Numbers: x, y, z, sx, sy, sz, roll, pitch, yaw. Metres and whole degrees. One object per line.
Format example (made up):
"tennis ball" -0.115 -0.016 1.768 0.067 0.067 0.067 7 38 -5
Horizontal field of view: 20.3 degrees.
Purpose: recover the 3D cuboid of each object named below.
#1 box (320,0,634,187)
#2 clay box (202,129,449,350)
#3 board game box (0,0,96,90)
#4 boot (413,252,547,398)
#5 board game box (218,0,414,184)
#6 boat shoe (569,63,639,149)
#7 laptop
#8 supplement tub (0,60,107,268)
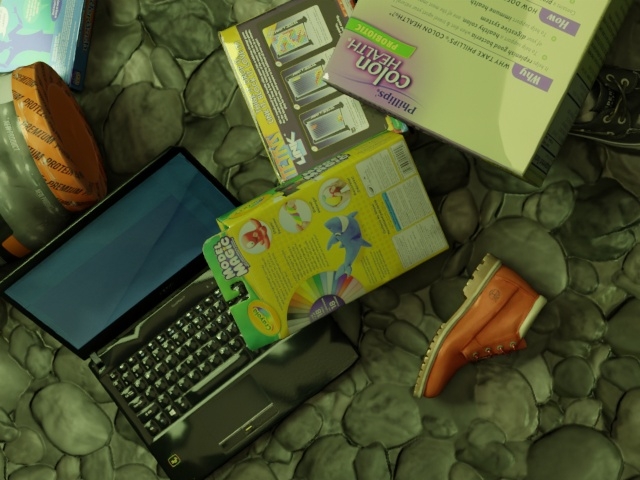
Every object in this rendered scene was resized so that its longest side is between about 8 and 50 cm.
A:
"box" 0.156 -0.205 1.651 0.213 0.117 0.243 27 92 15
"clay box" 0.000 0.000 1.712 0.222 0.053 0.127 -27 109 -11
"board game box" -0.337 -0.248 1.834 0.210 0.047 0.160 10 90 9
"boot" 0.154 0.099 1.739 0.084 0.059 0.158 34 93 4
"board game box" -0.004 -0.156 1.776 0.141 0.048 0.170 -23 85 10
"boat shoe" 0.264 -0.137 1.717 0.228 0.076 0.080 10 90 10
"laptop" -0.137 0.082 1.746 0.234 0.136 0.264 -38 83 7
"supplement tub" -0.384 -0.047 1.761 0.316 0.193 0.194 -24 85 9
